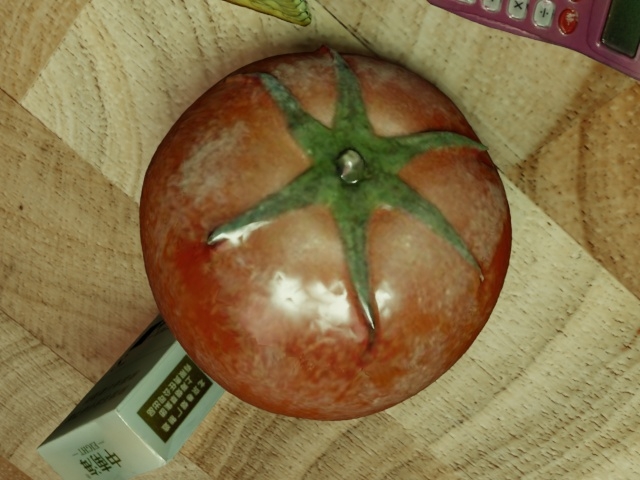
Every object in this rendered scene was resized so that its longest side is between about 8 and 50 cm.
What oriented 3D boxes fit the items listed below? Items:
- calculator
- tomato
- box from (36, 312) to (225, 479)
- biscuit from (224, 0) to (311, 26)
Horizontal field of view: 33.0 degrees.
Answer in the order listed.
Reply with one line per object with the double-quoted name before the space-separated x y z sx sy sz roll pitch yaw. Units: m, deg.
"calculator" 0.156 -0.180 0.686 0.190 0.034 0.127 24 140 17
"tomato" 0.000 0.000 0.782 0.264 0.265 0.265 17 137 16
"box" -0.131 0.113 0.984 0.155 0.243 0.067 -27 107 46
"biscuit" -0.082 -0.201 0.720 0.139 0.016 0.231 21 175 12
